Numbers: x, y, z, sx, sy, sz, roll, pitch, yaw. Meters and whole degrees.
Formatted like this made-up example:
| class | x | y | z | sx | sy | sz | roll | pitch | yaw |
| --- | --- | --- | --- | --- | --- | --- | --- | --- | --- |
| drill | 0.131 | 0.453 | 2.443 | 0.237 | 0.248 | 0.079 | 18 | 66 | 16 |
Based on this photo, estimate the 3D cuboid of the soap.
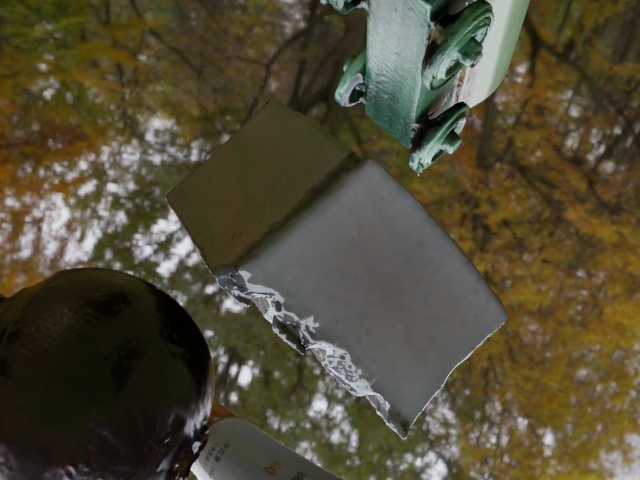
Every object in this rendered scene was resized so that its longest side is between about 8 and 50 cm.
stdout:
| class | x | y | z | sx | sy | sz | roll | pitch | yaw |
| --- | --- | --- | --- | --- | --- | --- | --- | --- | --- |
| soap | 0.000 | 0.000 | 1.299 | 0.350 | 0.213 | 0.435 | 41 | -179 | -28 |

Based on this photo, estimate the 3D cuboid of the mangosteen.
| class | x | y | z | sx | sy | sz | roll | pitch | yaw |
| --- | --- | --- | --- | --- | --- | --- | --- | --- | --- |
| mangosteen | -0.253 | 0.163 | 1.011 | 0.293 | 0.297 | 0.297 | 41 | -164 | -13 |

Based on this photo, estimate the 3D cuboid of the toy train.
| class | x | y | z | sx | sy | sz | roll | pitch | yaw |
| --- | --- | --- | --- | --- | --- | --- | --- | --- | --- |
| toy train | 0.097 | -0.167 | 0.746 | 0.116 | 0.177 | 0.285 | 41 | 169 | 14 |

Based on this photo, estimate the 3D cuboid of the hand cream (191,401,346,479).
| class | x | y | z | sx | sy | sz | roll | pitch | yaw |
| --- | --- | --- | --- | --- | --- | --- | --- | --- | --- |
| hand cream | -0.059 | 0.294 | 1.174 | 0.314 | 0.139 | 0.089 | 23 | 173 | 45 |
